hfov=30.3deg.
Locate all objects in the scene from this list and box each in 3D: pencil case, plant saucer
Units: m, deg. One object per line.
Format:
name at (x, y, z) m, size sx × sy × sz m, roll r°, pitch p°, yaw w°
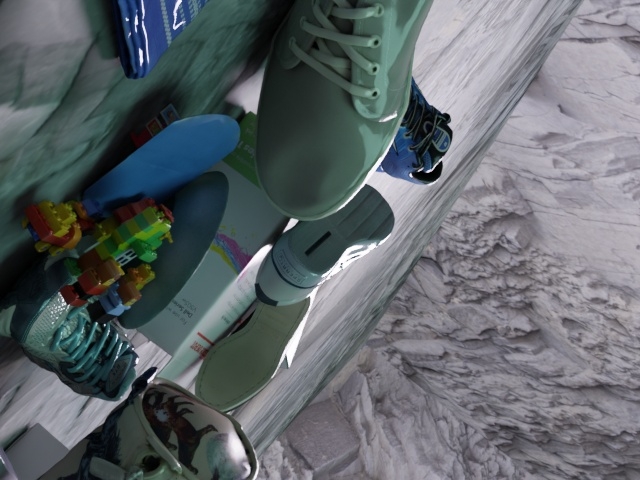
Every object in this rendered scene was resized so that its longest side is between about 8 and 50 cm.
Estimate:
pencil case at (-0.262, 0.313, 1.214) m, size 0.410 × 0.160 × 0.183 m, roll -42°, pitch 157°, yaw 12°
plant saucer at (-0.170, 0.000, 1.243) m, size 0.195 × 0.037 × 0.195 m, roll -42°, pitch -153°, yaw 28°

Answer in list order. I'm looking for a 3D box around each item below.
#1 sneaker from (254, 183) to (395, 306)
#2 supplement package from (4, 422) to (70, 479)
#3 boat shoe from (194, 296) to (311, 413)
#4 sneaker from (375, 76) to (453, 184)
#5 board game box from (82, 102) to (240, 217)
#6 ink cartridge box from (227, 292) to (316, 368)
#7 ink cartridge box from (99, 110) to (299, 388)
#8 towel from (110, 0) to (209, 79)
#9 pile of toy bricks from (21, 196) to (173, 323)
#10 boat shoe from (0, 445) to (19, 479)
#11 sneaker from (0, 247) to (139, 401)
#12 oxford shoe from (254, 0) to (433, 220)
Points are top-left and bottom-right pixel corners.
sneaker at (0.000, 0.000, 1.400) m, size 0.091 × 0.094 × 0.258 m, roll -38°, pitch 176°, yaw 34°
supplement package at (-0.306, 0.404, 1.459) m, size 0.175 × 0.293 × 0.177 m, roll -45°, pitch 168°, yaw -32°
boat shoe at (-0.086, 0.144, 1.478) m, size 0.228 × 0.081 × 0.069 m, roll -50°, pitch 170°, yaw -41°
sneaker at (0.120, -0.183, 1.662) m, size 0.130 × 0.147 × 0.330 m, roll -56°, pitch 156°, yaw -14°
board game box at (-0.159, -0.083, 1.153) m, size 0.168 × 0.033 × 0.133 m, roll -35°, pitch 163°, yaw 16°
ink cartridge box at (-0.082, 0.081, 1.644) m, size 0.072 × 0.127 × 0.175 m, roll 81°, pitch 24°, yaw -50°
ink cartridge box at (-0.141, 0.037, 1.428) m, size 0.353 × 0.119 × 0.207 m, roll -52°, pitch 171°, yaw -8°
towel at (-0.050, -0.291, 0.940) m, size 0.336 × 0.040 × 0.243 m, roll -49°, pitch 170°, yaw -18°
pile of toy bricks at (-0.181, 0.001, 1.093) m, size 0.105 × 0.118 × 0.212 m, roll -34°, pitch 170°, yaw 4°
boat shoe at (-0.375, 0.251, 1.263) m, size 0.084 × 0.095 × 0.258 m, roll -27°, pitch 159°, yaw -17°
sneaker at (-0.237, 0.092, 1.184) m, size 0.110 × 0.122 × 0.283 m, roll -50°, pitch 170°, yaw -13°
oxford shoe at (0.031, -0.218, 1.207) m, size 0.449 × 0.169 × 0.130 m, roll -65°, pitch 169°, yaw 24°
